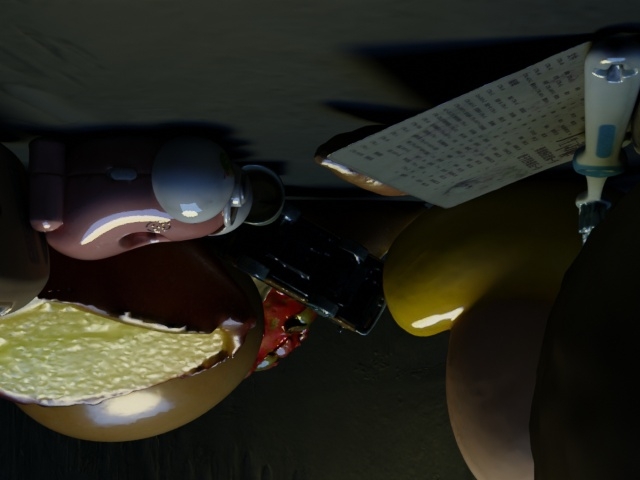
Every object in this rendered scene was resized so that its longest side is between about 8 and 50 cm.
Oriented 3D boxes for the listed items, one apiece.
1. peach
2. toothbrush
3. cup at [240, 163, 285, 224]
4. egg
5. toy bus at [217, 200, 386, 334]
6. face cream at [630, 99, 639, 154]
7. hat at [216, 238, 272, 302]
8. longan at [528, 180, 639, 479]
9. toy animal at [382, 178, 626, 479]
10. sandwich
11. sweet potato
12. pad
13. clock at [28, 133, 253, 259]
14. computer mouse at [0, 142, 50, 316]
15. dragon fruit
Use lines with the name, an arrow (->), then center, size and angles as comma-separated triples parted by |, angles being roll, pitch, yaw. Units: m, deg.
peach -> -0.246, 0.040, 1.088 | 0.361, 0.201, 0.258 | -6, 148, 6
toothbrush -> 0.188, -0.059, 0.680 | 0.040, 0.040, 0.386 | -1, 166, 12
cup -> -0.069, -0.040, 0.945 | 0.074, 0.055, 0.083 | -1, 177, 0
egg -> -0.264, 0.123, 1.388 | 0.373, 0.301, 0.301 | -1, 175, 7
toy bus -> -0.015, 0.026, 1.103 | 0.182, 0.091, 0.103 | 30, 173, -7
face cream -> 0.214, -0.074, 0.640 | 0.034, 0.034, 0.130 | -1, 175, 12
hat -> -0.170, 0.030, 1.607 | 0.144, 0.166, 0.173 | -28, -127, -31
longan -> 0.334, 0.105, 0.631 | 0.403, 0.404, 0.435 | 5, 150, -44
toy animal -> 0.253, 0.090, 1.023 | 0.277, 0.345, 0.246 | -35, 149, 19
sandwich -> 0.000, 0.000, 1.210 | 0.257, 0.096, 0.094 | 3, -179, 1
sweet potato -> 0.072, -0.056, 0.743 | 0.202, 0.055, 0.058 | 3, -149, -50
pad -> 0.120, -0.061, 0.653 | 0.159, 0.009, 0.265 | -22, 167, 19
clock -> -0.138, -0.033, 0.823 | 0.162, 0.093, 0.166 | -3, 174, 4
computer mouse -> -0.263, -0.014, 0.715 | 0.081, 0.145, 0.236 | -15, 177, 1
dragon fruit -> -0.127, 0.118, 1.759 | 0.302, 0.237, 0.231 | -18, -171, -12
